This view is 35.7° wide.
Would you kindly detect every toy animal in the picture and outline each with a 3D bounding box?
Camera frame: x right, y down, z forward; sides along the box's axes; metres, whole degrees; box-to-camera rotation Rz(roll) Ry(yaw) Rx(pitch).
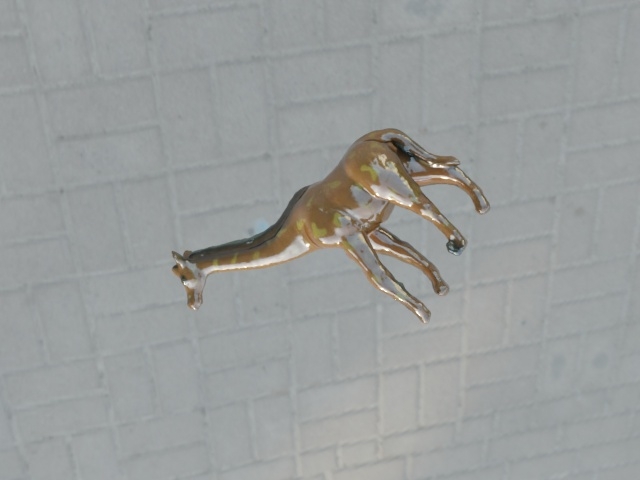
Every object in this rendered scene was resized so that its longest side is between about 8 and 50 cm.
[{"bbox_3d":[0.000,0.000,0.830,0.230,0.066,0.224,29,105,16],"label":"toy animal"}]
